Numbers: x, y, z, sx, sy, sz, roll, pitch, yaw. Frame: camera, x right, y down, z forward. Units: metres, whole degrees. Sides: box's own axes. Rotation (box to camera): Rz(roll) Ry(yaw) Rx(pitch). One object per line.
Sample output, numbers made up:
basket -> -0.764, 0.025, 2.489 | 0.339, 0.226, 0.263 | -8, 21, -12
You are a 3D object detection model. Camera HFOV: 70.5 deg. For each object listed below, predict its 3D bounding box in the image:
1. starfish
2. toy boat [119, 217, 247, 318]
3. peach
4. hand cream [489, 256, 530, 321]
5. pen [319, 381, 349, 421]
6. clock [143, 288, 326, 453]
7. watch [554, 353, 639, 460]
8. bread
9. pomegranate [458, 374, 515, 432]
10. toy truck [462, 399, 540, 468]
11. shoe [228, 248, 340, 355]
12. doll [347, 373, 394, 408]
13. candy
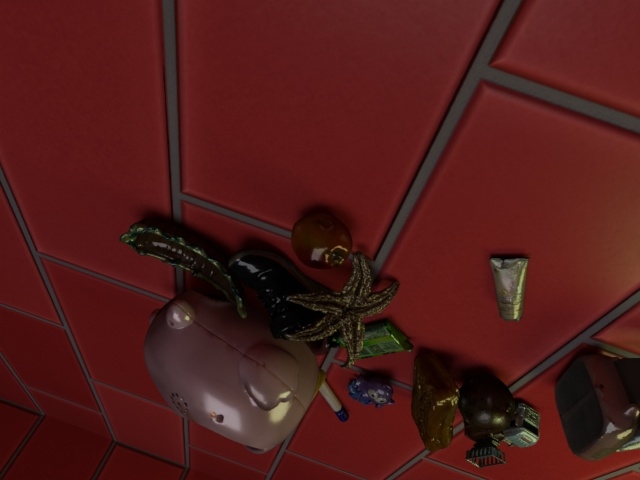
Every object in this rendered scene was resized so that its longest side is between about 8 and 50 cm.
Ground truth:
starfish -> 0.042, 0.133, 0.838 | 0.227, 0.043, 0.240 | -5, 107, -10
toy boat -> -0.253, 0.045, 0.915 | 0.293, 0.099, 0.108 | 32, 139, -1
peach -> 0.000, -0.001, 0.770 | 0.101, 0.101, 0.101 | 11, 138, 10
hand cream -> 0.325, 0.083, 0.771 | 0.061, 0.039, 0.143 | -1, 129, 25
pen -> 0.020, 0.424, 1.250 | 0.033, 0.033, 0.269 | -6, 132, 26
clock -> -0.212, 0.281, 0.990 | 0.376, 0.250, 0.368 | 41, 151, -15
watch -> 0.596, 0.299, 0.826 | 0.241, 0.162, 0.253 | 1, 139, 2
bread -> 0.256, 0.368, 1.034 | 0.077, 0.139, 0.271 | -15, 131, -6
pomegranate -> 0.351, 0.354, 0.978 | 0.130, 0.130, 0.130 | 11, 138, 10
toy truck -> 0.423, 0.453, 1.061 | 0.080, 0.115, 0.178 | 34, 135, -14
shoe -> -0.070, 0.131, 0.899 | 0.291, 0.137, 0.114 | 37, 135, -16
doll -> 0.125, 0.384, 1.147 | 0.110, 0.067, 0.206 | 35, 148, -3
candy -> 0.109, 0.222, 1.003 | 0.178, 0.032, 0.102 | -24, 119, 40
